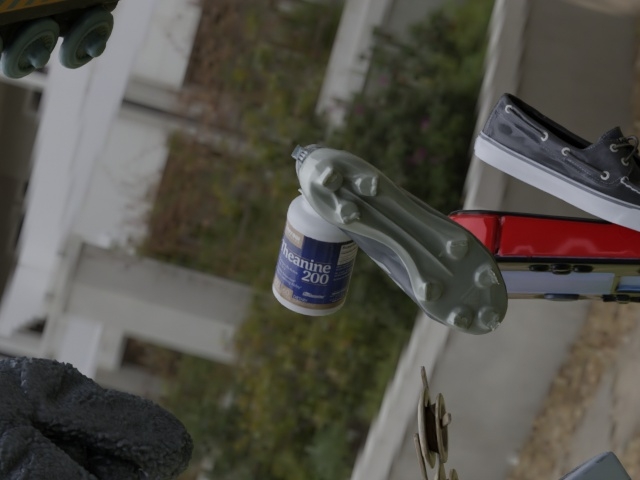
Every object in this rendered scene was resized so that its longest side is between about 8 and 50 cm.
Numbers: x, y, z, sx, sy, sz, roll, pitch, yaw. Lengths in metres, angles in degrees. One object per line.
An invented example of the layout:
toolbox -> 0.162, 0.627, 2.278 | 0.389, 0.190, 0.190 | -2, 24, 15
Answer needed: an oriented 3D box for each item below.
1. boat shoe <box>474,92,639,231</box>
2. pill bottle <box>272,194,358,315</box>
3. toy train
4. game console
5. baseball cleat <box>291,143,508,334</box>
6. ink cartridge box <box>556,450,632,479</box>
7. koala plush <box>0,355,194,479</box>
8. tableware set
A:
boat shoe -> 0.252, -0.071, 1.565 | 0.080, 0.228, 0.076 | -13, -54, -60
pill bottle -> 0.000, 0.000, 1.498 | 0.067, 0.067, 0.120 | -79, 1, -59
toy train -> -0.303, -0.267, 1.737 | 0.334, 0.142, 0.190 | -24, -29, -55
game console -> 0.296, 0.030, 1.761 | 0.386, 0.342, 0.060 | 39, -123, -79
baseball cleat -> 0.062, -0.010, 1.334 | 0.072, 0.206, 0.109 | -45, 22, 3
ink cartridge box -> 0.272, 0.422, 1.576 | 0.308, 0.385, 0.091 | -25, -13, -47
koala plush -> -0.246, 0.222, 1.368 | 0.221, 0.203, 0.196 | -54, 9, 33
tableware set -> 0.139, 0.245, 1.878 | 0.128, 0.039, 0.194 | -79, -20, -56
